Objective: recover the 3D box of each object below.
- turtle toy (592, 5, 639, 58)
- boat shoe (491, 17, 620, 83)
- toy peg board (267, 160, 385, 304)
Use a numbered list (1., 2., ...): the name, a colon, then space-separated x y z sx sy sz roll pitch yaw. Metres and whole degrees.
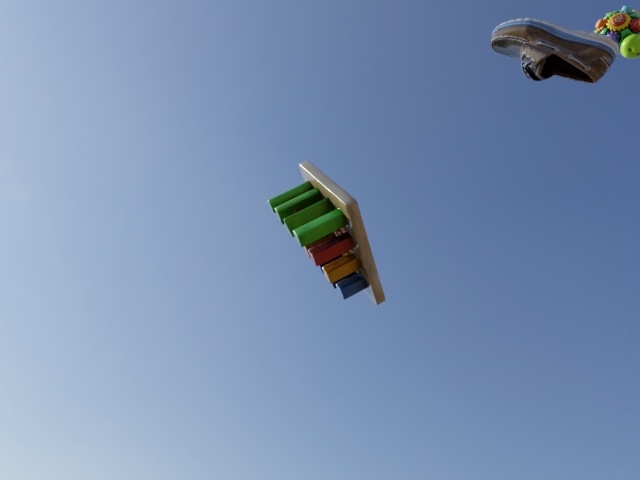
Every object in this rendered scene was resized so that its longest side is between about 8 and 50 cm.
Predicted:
1. turtle toy: 0.596 -0.406 0.985 0.095 0.130 0.066 -27 -29 23
2. boat shoe: 0.326 -0.273 0.730 0.183 0.066 0.066 27 -6 38
3. toy peg board: 0.000 0.000 0.673 0.079 0.161 0.161 -26 -57 -10
